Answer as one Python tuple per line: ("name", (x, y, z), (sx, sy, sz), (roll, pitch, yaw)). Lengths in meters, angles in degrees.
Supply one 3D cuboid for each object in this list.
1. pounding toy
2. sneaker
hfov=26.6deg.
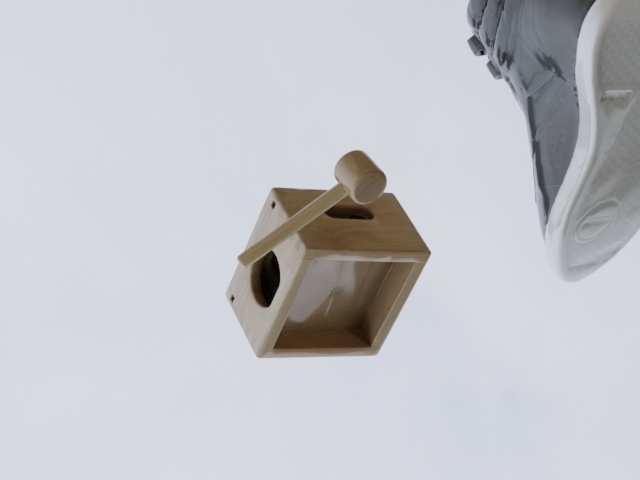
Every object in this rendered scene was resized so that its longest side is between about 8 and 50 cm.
("pounding toy", (-0.006, -0.005, 1.150), (0.181, 0.206, 0.094), (2, -140, -31))
("sneaker", (0.183, -0.104, 1.030), (0.104, 0.296, 0.147), (-27, -130, -18))
